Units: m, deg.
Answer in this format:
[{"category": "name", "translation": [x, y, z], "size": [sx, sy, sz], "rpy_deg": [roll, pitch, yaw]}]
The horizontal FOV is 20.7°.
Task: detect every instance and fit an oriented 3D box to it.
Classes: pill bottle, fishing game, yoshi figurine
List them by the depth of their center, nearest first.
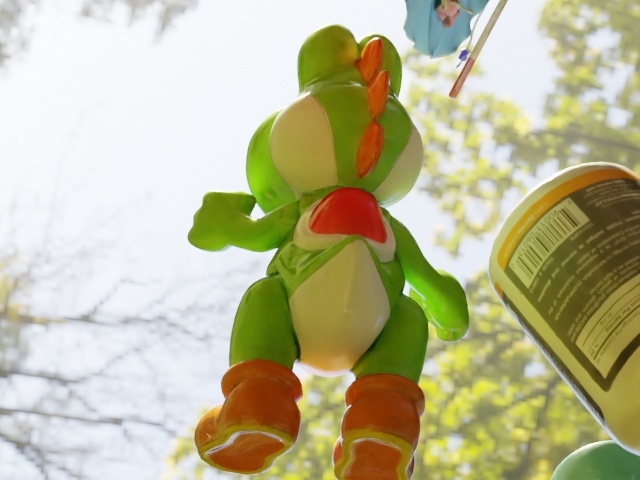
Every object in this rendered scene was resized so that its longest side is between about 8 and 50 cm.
[{"category": "yoshi figurine", "translation": [0.003, 0.014, 1.345], "size": [0.203, 0.203, 0.362], "rpy_deg": [-13, -124, 31]}, {"category": "pill bottle", "translation": [0.267, 0.074, 1.410], "size": [0.278, 0.162, 0.162], "rpy_deg": [53, -52, 42]}, {"category": "fishing game", "translation": [0.128, -0.249, 1.546], "size": [0.041, 0.264, 0.189], "rpy_deg": [18, -113, 26]}]

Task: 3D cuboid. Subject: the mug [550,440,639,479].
[{"category": "mug", "translation": [0.319, 0.292, 1.816], "size": [0.129, 0.158, 0.097], "rpy_deg": [-59, -162, 26]}]
